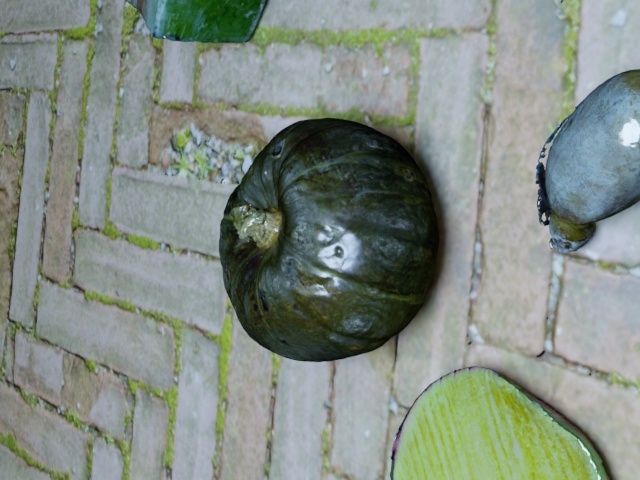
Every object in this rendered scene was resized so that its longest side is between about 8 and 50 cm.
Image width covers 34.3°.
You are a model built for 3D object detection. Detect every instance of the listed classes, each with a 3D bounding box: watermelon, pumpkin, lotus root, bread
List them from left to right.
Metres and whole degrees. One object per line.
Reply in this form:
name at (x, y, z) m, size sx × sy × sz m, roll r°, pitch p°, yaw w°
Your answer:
watermelon at (-0.114, -0.351, 1.083) m, size 0.302 × 0.151 × 0.264 m, roll 45°, pitch 124°, yaw 59°
pumpkin at (0.000, 0.000, 0.905) m, size 0.223 × 0.157 × 0.224 m, roll -23°, pitch 61°, yaw 51°
bread at (0.140, 0.216, 0.828) m, size 0.228 × 0.033 × 0.229 m, roll -5°, pitch 83°, yaw 49°
lotus root at (0.206, -0.059, 0.745) m, size 0.165 × 0.088 × 0.088 m, roll -56°, pitch 50°, yaw 42°
